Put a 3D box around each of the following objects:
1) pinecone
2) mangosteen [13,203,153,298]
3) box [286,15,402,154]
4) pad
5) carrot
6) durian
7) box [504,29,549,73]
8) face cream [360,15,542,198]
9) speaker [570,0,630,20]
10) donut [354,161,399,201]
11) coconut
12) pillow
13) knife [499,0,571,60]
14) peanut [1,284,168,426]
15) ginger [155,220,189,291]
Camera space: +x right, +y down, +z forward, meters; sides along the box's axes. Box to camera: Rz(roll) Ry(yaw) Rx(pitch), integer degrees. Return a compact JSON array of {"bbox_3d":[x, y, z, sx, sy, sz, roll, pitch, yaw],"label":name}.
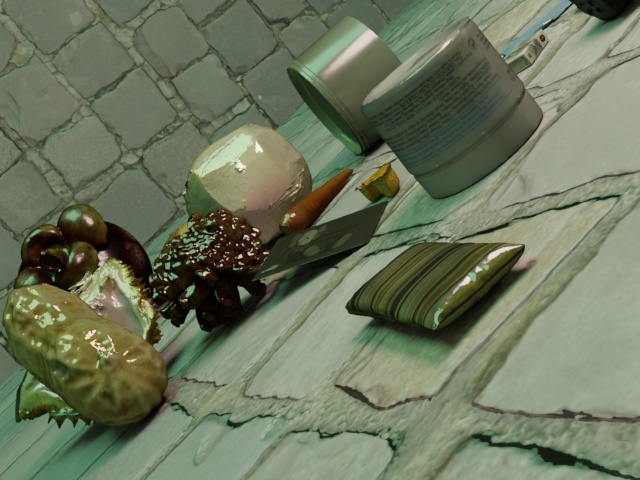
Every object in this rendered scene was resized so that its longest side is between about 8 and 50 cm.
[{"bbox_3d":[-0.170,0.052,1.299,0.195,0.150,0.179,-38,30,18],"label":"pinecone"},{"bbox_3d":[-0.522,0.084,1.852,0.307,0.307,0.347,-44,-31,-15],"label":"mangosteen"},{"bbox_3d":[0.061,-0.296,1.650,0.149,0.226,0.226,-42,12,-4],"label":"box"},{"bbox_3d":[0.000,0.000,1.214,0.190,0.004,0.127,-18,22,25],"label":"pad"},{"bbox_3d":[-0.002,-0.073,1.507,0.048,0.048,0.216,-27,13,49],"label":"carrot"},{"bbox_3d":[-0.339,0.192,1.374,0.196,0.185,0.305,3,51,48],"label":"durian"},{"bbox_3d":[0.315,-0.288,1.324,0.054,0.024,0.083,-25,20,48],"label":"box"},{"bbox_3d":[0.159,-0.164,1.058,0.177,0.153,0.177,-38,12,9],"label":"face cream"},{"bbox_3d":[0.440,-0.465,1.219,0.329,0.198,0.259,-50,26,-3],"label":"speaker"},{"bbox_3d":[0.085,-0.079,1.259,0.083,0.038,0.067,-39,14,34],"label":"donut"},{"bbox_3d":[-0.142,-0.090,1.581,0.230,0.227,0.227,-43,12,-13],"label":"coconut"},{"bbox_3d":[0.100,0.039,0.791,0.113,0.038,0.203,-41,12,-13],"label":"pillow"},{"bbox_3d":[0.384,-0.374,1.436,0.313,0.019,0.044,-44,20,-16],"label":"knife"},{"bbox_3d":[-0.354,0.162,1.251,0.140,0.325,0.153,-55,-30,-11],"label":"peanut"},{"bbox_3d":[-0.299,0.024,1.934,0.216,0.102,0.157,-59,-6,-42],"label":"ginger"}]
